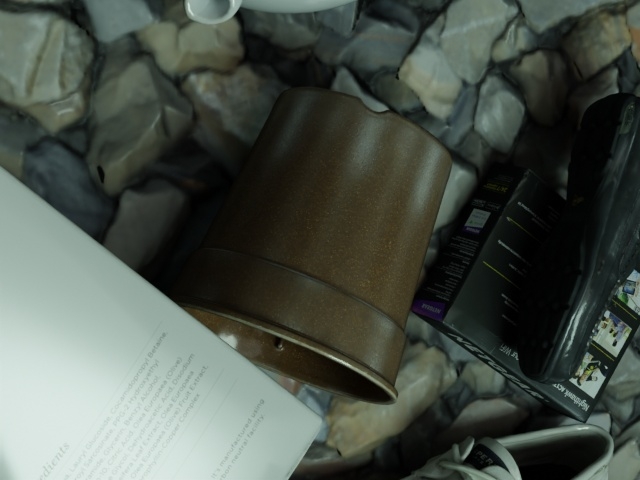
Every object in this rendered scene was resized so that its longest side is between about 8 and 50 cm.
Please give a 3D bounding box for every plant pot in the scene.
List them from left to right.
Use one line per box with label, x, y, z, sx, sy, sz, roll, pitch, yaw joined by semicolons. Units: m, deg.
plant pot;0.000;0.000;0.961;0.167;0.167;0.165;31;74;-33

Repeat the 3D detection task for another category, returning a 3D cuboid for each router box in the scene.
router box;0.170;0.042;1.134;0.179;0.046;0.133;36;80;-32

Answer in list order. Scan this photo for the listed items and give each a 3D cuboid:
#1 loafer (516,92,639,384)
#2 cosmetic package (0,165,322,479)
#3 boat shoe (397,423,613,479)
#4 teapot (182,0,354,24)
loafer;0.207;0.003;1.076;0.078;0.076;0.223;23;82;-25
cosmetic package;-0.201;0.046;0.812;0.365;0.197;0.155;43;76;-32
boat shoe;0.115;0.188;1.085;0.267;0.096;0.088;-3;123;-34
teapot;0.007;-0.257;0.889;0.252;0.187;0.256;-3;100;-32
